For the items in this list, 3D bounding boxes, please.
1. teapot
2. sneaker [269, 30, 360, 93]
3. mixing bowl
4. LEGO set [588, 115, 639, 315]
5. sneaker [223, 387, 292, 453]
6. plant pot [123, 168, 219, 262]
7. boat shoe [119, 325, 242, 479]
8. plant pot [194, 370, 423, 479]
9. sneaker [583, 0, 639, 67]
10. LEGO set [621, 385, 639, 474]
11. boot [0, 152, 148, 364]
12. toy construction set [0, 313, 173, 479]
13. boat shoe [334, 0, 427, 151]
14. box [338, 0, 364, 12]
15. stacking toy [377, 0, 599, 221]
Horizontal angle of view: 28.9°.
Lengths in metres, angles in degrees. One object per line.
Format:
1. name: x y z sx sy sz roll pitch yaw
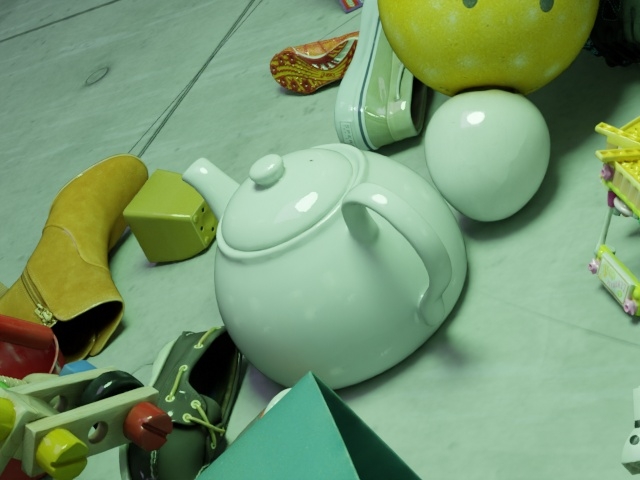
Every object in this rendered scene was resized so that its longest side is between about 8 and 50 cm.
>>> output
1. teapot: 0.000 0.000 1.123 0.256 0.187 0.252 -23 32 18
2. sneaker: 0.012 -0.230 1.597 0.175 0.064 0.067 -4 21 34
3. mixing bowl: -0.312 0.185 1.250 0.181 0.098 0.181 -25 30 15
4. LEGO set: 0.277 -0.029 1.016 0.132 0.107 0.287 7 31 1
5. sneaker: -0.060 0.194 1.048 0.158 0.061 0.065 -45 4 -21
6. plant pot: -0.161 -0.027 1.438 0.083 0.081 0.081 4 45 31
7. boat shoe: -0.120 0.156 1.118 0.068 0.081 0.228 -26 27 22
8. plant pot: -0.028 0.247 0.823 0.234 0.166 0.165 -40 29 6
9. sneaker: 0.327 -0.212 1.211 0.139 0.125 0.341 -48 22 19
10. LEGO set: 0.308 0.096 0.769 0.227 0.087 0.093 -16 49 29
11. boot: -0.268 0.034 1.447 0.295 0.104 0.211 -47 37 -13
12. toy construction set: -0.279 0.172 0.984 0.257 0.237 0.309 -45 51 19
13. boat shoe: 0.096 -0.214 1.451 0.094 0.109 0.302 -1 49 21
14. box: 0.020 -0.484 1.803 0.057 0.201 0.293 -22 31 20
15. stacking toy: 0.166 -0.256 1.182 0.350 0.350 0.480 -8 80 38
